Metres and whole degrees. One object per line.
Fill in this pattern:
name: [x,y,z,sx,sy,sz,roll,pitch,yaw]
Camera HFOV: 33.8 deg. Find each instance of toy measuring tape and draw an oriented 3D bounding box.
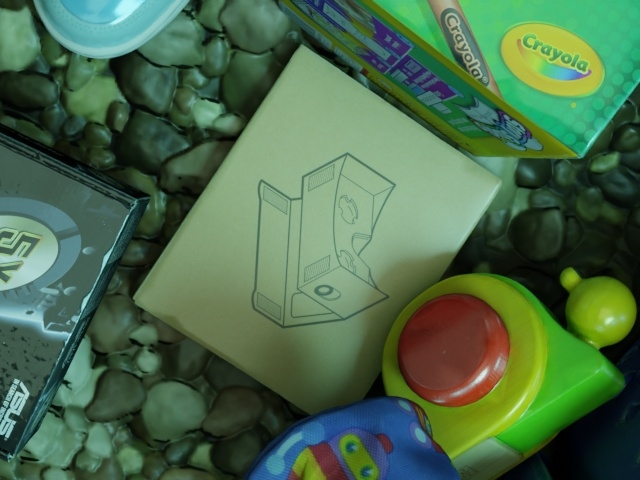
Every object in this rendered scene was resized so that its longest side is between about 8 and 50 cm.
toy measuring tape: [0.050,0.115,0.674,0.330,0.121,0.121,-37,94,15]

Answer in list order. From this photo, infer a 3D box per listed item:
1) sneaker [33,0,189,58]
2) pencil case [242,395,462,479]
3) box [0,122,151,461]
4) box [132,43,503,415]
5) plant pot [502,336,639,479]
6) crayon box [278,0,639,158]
sneaker: [-0.093,-0.260,0.582,0.127,0.208,0.319,21,93,-4]
pencil case: [0.077,0.210,0.492,0.119,0.133,0.306,-31,54,-12]
box: [-0.214,0.021,0.662,0.147,0.077,0.180,27,93,-4]
box: [0.000,0.000,0.696,0.164,0.021,0.201,33,92,-4]
plant pot: [0.246,0.183,0.616,0.212,0.236,0.236,-34,95,6]
crayon box: [0.063,-0.123,0.561,0.165,0.278,0.081,37,93,-4]
